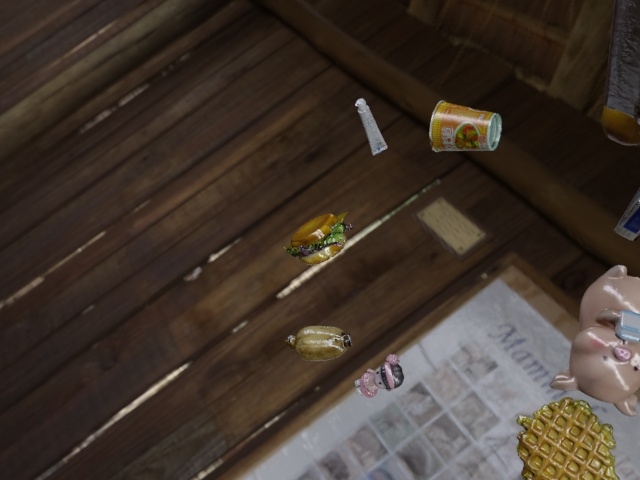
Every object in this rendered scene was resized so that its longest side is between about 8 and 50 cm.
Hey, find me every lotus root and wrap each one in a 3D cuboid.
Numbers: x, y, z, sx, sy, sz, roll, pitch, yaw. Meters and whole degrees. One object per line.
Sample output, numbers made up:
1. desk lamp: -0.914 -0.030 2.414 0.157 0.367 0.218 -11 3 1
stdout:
1. lotus root: -0.005 0.210 1.564 0.063 0.152 0.072 11 79 -69

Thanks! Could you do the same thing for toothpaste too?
1. toothpaste: 0.137 -0.309 2.092 0.031 0.048 0.190 60 -1 44

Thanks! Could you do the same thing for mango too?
1. mango: 0.978 -0.425 2.287 0.211 0.317 0.173 19 24 -44

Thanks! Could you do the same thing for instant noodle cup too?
1. instant noodle cup: 0.452 -0.343 2.373 0.185 0.168 0.168 11 -28 30

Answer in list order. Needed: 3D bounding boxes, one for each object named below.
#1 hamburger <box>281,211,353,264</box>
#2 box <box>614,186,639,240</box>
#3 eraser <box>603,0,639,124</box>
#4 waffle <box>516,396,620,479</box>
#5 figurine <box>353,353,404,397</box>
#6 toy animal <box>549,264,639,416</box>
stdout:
1. hamburger: 0.001 0.001 1.945 0.190 0.164 0.093 -8 -61 58
2. box: 0.931 -0.176 2.082 0.065 0.343 0.200 33 -18 13
3. eraser: 0.547 -0.341 1.110 0.122 0.272 0.359 43 -4 26
4. waffle: 0.586 0.501 1.836 0.059 0.243 0.237 15 58 -62
5. figurine: 0.129 0.297 1.662 0.054 0.129 0.072 16 56 -33
6. toy animal: 0.646 0.218 1.666 0.195 0.256 0.213 23 -35 10
